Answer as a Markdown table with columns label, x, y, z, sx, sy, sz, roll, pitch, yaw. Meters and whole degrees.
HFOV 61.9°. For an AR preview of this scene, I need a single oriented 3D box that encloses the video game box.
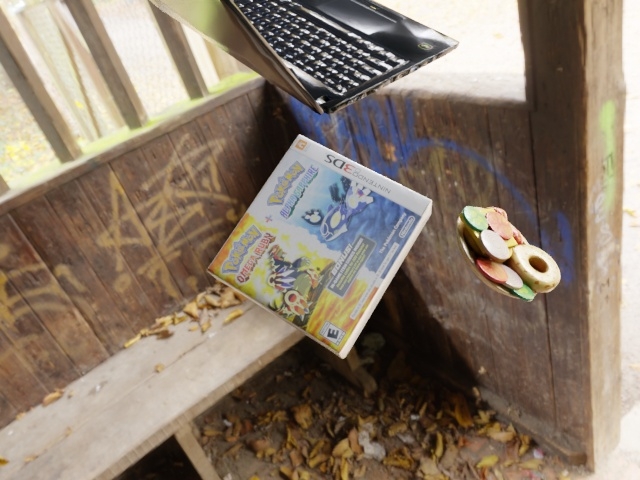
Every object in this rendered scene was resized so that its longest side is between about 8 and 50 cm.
| label | x | y | z | sx | sy | sz | roll | pitch | yaw |
| --- | --- | --- | --- | --- | --- | --- | --- | --- | --- |
| video game box | 0.000 | 0.000 | 0.625 | 0.187 | 0.048 | 0.205 | 28 | 78 | 19 |

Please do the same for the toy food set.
| label | x | y | z | sx | sy | sz | roll | pitch | yaw |
| --- | --- | --- | --- | --- | --- | --- | --- | --- | --- |
| toy food set | 0.135 | 0.007 | 0.394 | 0.082 | 0.020 | 0.083 | -9 | 62 | -39 |

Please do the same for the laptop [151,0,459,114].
| label | x | y | z | sx | sy | sz | roll | pitch | yaw |
| --- | --- | --- | --- | --- | --- | --- | --- | --- | --- |
| laptop | -0.045 | -0.217 | 0.425 | 0.264 | 0.137 | 0.234 | -33 | 58 | -29 |
